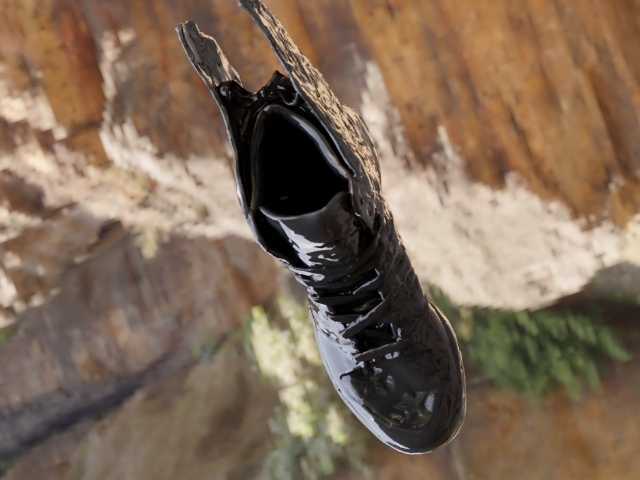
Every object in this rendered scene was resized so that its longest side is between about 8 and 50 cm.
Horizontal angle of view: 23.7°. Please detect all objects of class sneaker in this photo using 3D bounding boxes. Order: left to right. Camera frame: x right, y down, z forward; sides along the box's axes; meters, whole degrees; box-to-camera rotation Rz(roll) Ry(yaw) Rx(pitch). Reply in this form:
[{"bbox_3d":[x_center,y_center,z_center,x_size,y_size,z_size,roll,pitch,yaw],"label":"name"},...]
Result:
[{"bbox_3d":[0.002,-0.001,0.548,0.089,0.051,0.170,6,-116,-74],"label":"sneaker"}]
